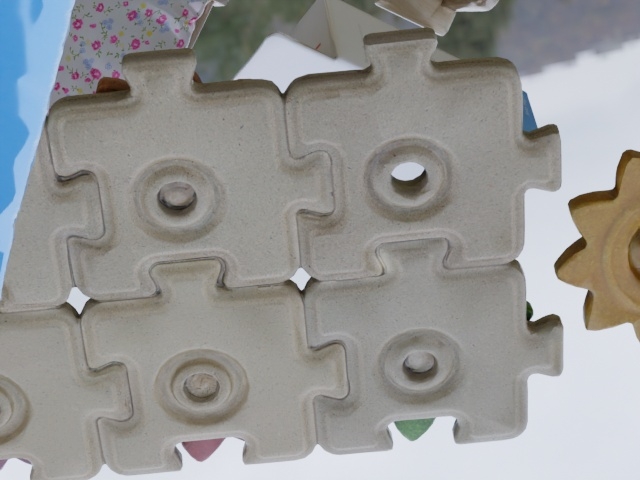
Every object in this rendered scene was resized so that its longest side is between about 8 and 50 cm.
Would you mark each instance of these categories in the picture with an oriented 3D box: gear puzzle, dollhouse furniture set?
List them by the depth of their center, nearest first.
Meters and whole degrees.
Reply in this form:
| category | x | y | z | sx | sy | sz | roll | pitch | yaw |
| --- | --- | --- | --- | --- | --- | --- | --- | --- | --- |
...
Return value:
| category | x | y | z | sx | sy | sz | roll | pitch | yaw |
| --- | --- | --- | --- | --- | --- | --- | --- | --- | --- |
| gear puzzle | 0.000 | 0.000 | 0.679 | 0.339 | 0.175 | 0.044 | -5 | -148 | 0 |
| dollhouse furniture set | -0.098 | -0.134 | 1.177 | 0.356 | 0.303 | 0.174 | 24 | 180 | -14 |

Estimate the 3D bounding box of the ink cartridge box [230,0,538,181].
| category | x | y | z | sx | sy | sz | roll | pitch | yaw |
| --- | --- | --- | --- | --- | --- | --- | --- | --- | --- |
| ink cartridge box | 0.019 | -0.064 | 1.042 | 0.104 | 0.180 | 0.060 | -47 | -147 | 32 |

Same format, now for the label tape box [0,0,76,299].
| category | x | y | z | sx | sy | sz | roll | pitch | yaw |
| --- | --- | --- | --- | --- | --- | --- | --- | --- | --- |
| label tape box | -0.228 | -0.003 | 0.350 | 0.348 | 0.115 | 0.249 | 8 | 160 | -12 |
